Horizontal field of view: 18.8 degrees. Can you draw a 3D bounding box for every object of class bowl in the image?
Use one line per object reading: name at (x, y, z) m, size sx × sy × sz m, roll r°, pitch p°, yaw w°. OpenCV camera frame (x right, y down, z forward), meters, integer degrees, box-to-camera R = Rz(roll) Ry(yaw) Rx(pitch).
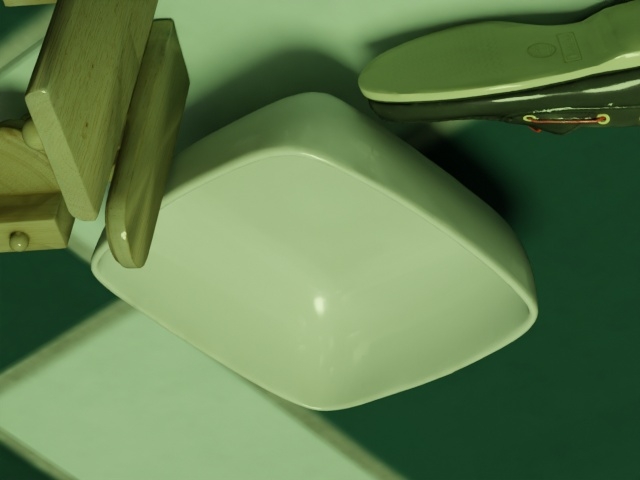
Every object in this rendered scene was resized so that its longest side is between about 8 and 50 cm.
bowl at (0.000, 0.000, 0.747) m, size 0.142 × 0.053 × 0.142 m, roll 34°, pitch 140°, yaw -29°

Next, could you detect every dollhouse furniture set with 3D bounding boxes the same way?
dollhouse furniture set at (-0.134, -0.036, 0.690) m, size 0.151 × 0.123 × 0.144 m, roll -3°, pitch 135°, yaw 12°

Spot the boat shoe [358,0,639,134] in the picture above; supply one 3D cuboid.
boat shoe at (0.080, -0.056, 0.689) m, size 0.133 × 0.049 × 0.042 m, roll -7°, pitch 127°, yaw 10°
